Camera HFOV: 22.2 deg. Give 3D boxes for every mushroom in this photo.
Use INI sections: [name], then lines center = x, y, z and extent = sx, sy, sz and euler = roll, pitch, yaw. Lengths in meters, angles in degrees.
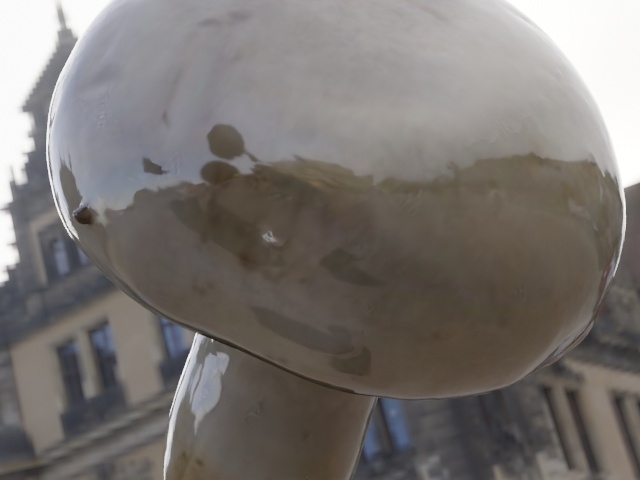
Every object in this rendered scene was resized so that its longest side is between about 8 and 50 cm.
[mushroom]
center = 0.000, 0.000, 0.838
extent = 0.293, 0.292, 0.290
euler = -4, -51, -28
